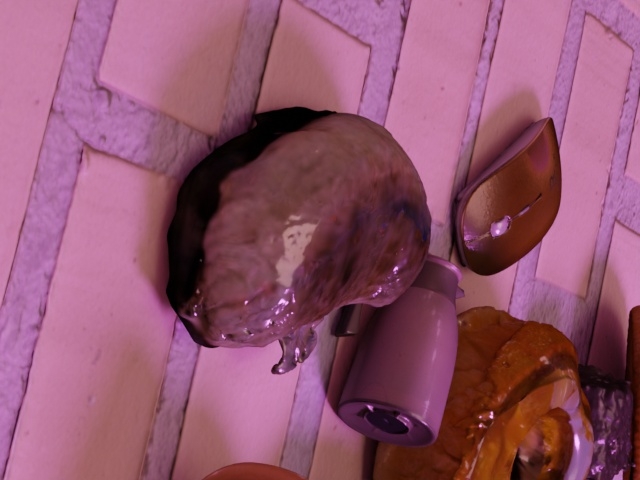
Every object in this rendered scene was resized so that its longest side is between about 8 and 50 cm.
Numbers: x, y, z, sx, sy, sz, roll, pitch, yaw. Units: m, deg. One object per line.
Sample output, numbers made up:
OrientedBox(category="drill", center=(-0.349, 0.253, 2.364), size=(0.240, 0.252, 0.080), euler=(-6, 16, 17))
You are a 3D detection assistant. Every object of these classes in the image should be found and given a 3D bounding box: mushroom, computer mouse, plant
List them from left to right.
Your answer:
OrientedBox(category="mushroom", center=(0.002, 0.000, 1.556), size=(0.344, 0.130, 0.247), euler=(1, 92, -57))
OrientedBox(category="computer mouse", center=(0.231, -0.053, 1.981), size=(0.245, 0.056, 0.126), euler=(-40, 128, -46))
OrientedBox(category="plant", center=(0.318, 0.260, 2.105), size=(0.131, 0.142, 0.203), euler=(2, 107, -66))

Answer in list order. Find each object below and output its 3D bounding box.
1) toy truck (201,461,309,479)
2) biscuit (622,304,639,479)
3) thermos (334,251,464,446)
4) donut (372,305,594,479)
OrientedBox(category="toy truck", center=(-0.037, 0.357, 1.498), size=(0.211, 0.204, 0.288), euler=(34, 71, -52))
OrientedBox(category="biscuit", center=(0.428, 0.237, 2.268), size=(0.305, 0.038, 0.305), euler=(1, 90, -82))
OrientedBox(category="thermos", center=(0.081, 0.096, 1.743), size=(0.137, 0.105, 0.193), euler=(30, 64, -23))
OrientedBox(category="donut", center=(0.198, 0.229, 1.887), size=(0.330, 0.160, 0.330), euler=(-19, 113, -55))
